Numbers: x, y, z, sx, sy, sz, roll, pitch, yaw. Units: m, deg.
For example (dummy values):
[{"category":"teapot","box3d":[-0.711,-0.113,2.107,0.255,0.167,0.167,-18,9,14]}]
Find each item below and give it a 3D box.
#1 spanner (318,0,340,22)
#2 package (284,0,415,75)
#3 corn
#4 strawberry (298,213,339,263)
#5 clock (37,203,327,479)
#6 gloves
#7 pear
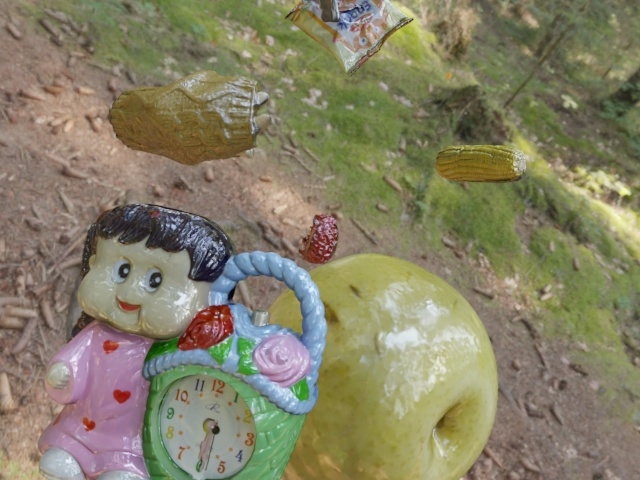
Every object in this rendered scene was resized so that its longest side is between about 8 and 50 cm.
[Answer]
[{"category":"spanner","box3d":[-0.014,-0.381,0.553,0.026,0.325,0.093,-18,17,-22]},{"category":"package","box3d":[0.031,-0.263,0.668,0.121,0.031,0.108,44,81,9]},{"category":"corn","box3d":[0.292,-0.141,1.049,0.072,0.072,0.203,2,6,-30]},{"category":"strawberry","box3d":[0.000,0.000,1.514,0.086,0.145,0.145,10,43,-13]},{"category":"clock","box3d":[-0.094,0.079,0.406,0.194,0.195,0.100,12,1,11]},{"category":"gloves","box3d":[-0.264,-0.238,1.172,0.357,0.203,0.155,-2,45,17]},{"category":"pear","box3d":[0.065,0.186,0.768,0.348,0.348,0.348,17,41,-15]}]
